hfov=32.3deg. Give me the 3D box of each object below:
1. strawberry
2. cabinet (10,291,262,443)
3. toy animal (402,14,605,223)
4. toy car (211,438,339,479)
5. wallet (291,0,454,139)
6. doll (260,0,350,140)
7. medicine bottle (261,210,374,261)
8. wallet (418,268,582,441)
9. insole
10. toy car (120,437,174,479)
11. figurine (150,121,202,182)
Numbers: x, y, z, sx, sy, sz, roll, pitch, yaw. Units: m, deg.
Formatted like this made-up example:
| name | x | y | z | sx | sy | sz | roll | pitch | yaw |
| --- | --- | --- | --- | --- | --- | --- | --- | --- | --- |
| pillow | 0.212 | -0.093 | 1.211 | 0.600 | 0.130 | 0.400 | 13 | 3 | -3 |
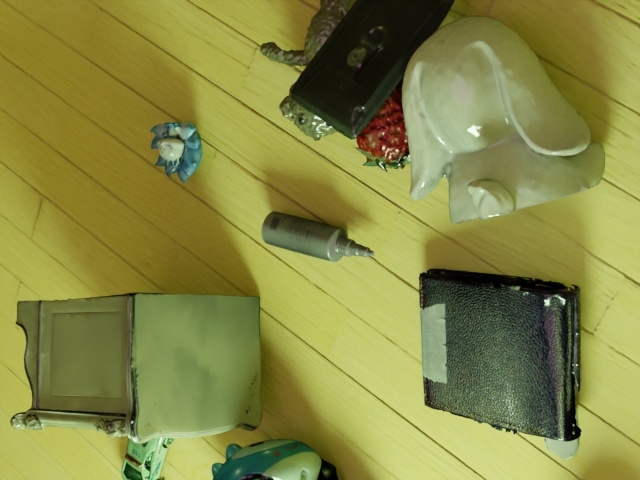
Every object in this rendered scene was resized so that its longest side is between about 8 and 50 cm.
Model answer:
| name | x | y | z | sx | sy | sz | roll | pitch | yaw |
| --- | --- | --- | --- | --- | --- | --- | --- | --- | --- |
| strawberry | 0.103 | -0.175 | 1.587 | 0.131 | 0.131 | 0.148 | -16 | 91 | 37 |
| cabinet | -0.308 | 0.209 | 1.848 | 0.318 | 0.290 | 0.227 | -6 | 83 | 39 |
| toy animal | 0.222 | -0.166 | 1.460 | 0.272 | 0.206 | 0.264 | -12 | 96 | 39 |
| toy car | -0.107 | 0.427 | 1.835 | 0.190 | 0.189 | 0.255 | 41 | 121 | 31 |
| wallet | 0.070 | -0.270 | 1.554 | 0.245 | 0.052 | 0.168 | -54 | 43 | 4 |
| doll | 0.023 | -0.297 | 1.658 | 0.203 | 0.091 | 0.285 | 36 | 106 | 3 |
| medicine bottle | 0.000 | 0.000 | 1.745 | 0.199 | 0.058 | 0.057 | 14 | 108 | 32 |
| wallet | 0.257 | 0.158 | 1.593 | 0.262 | 0.071 | 0.220 | 6 | 106 | 41 |
| insole | 0.343 | 0.217 | 1.576 | 0.065 | 0.004 | 0.197 | 1 | 100 | 36 |
| toy car | -0.330 | 0.405 | 2.070 | 0.093 | 0.058 | 0.186 | 28 | 114 | 28 |
| figurine | -0.241 | -0.148 | 1.873 | 0.114 | 0.079 | 0.114 | 5 | 101 | 28 |
